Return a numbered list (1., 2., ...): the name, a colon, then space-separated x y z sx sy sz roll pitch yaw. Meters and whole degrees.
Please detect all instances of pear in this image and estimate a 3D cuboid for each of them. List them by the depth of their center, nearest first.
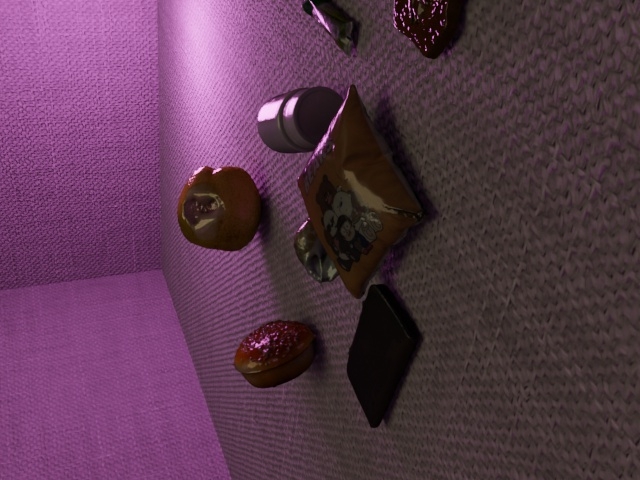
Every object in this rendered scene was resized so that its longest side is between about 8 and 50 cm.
1. pear: -0.301 -0.099 2.170 0.271 0.271 0.271 173 90 -69

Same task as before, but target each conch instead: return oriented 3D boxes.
1. conch: 0.001 0.015 1.634 0.173 0.106 0.116 53 128 21

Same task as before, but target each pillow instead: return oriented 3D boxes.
1. pillow: 0.063 -0.085 1.389 0.312 0.119 0.310 66 150 24

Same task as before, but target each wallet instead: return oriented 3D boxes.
1. wallet: 0.119 0.235 1.474 0.309 0.042 0.165 103 150 -42

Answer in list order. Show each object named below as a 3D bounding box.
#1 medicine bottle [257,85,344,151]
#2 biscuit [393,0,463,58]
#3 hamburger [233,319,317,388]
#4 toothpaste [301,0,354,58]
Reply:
1. medicine bottle: -0.043 -0.263 1.592 0.252 0.145 0.144 -161 66 -70
2. biscuit: 0.177 -0.406 1.122 0.182 0.034 0.215 -120 33 -44
3. hamburger: -0.119 0.293 1.879 0.147 0.237 0.237 68 160 -5
4. toothpaste: 0.014 -0.468 1.518 0.248 0.047 0.078 -123 29 -45
